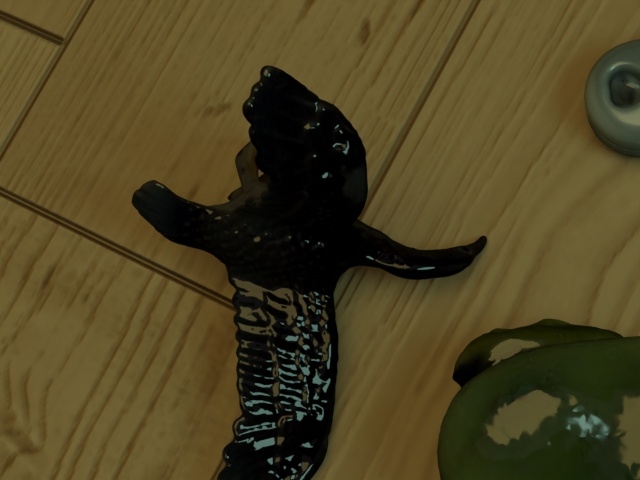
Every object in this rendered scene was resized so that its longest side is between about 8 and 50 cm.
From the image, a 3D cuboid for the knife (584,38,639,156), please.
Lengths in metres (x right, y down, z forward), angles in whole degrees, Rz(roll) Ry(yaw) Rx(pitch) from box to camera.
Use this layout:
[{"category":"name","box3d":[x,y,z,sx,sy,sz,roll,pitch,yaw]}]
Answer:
[{"category":"knife","box3d":[0.321,-0.087,1.004,0.331,0.044,0.080,-3,67,12]}]

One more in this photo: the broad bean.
[{"category":"broad bean","box3d":[0.169,0.129,0.945,0.228,0.100,0.169,42,94,12]}]

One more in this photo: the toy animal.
[{"category":"toy animal","box3d":[-0.003,-0.009,1.026,0.197,0.272,0.160,-17,41,-30]}]
